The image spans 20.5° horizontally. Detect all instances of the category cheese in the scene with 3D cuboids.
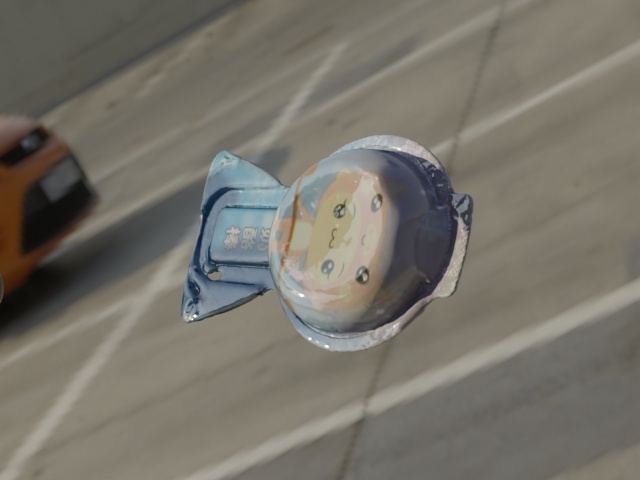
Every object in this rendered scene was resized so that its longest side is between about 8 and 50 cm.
[{"bbox_3d":[0.000,0.000,1.087,0.245,0.052,0.135,2,76,47],"label":"cheese"}]

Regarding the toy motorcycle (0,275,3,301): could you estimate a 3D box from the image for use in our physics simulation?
[{"bbox_3d":[-0.386,0.010,1.435,0.260,0.171,0.110,-8,32,25],"label":"toy motorcycle"}]
